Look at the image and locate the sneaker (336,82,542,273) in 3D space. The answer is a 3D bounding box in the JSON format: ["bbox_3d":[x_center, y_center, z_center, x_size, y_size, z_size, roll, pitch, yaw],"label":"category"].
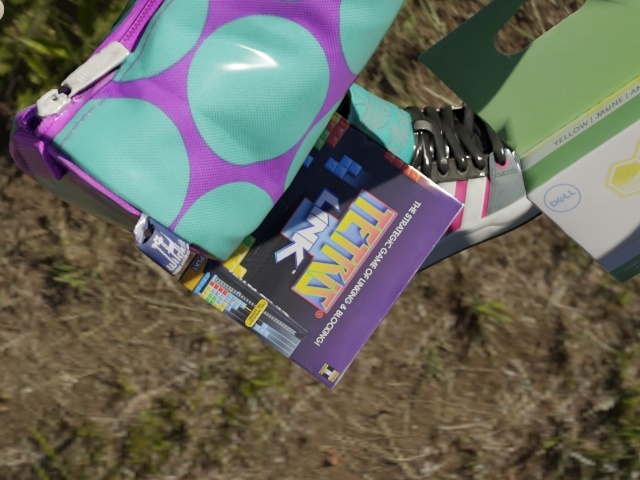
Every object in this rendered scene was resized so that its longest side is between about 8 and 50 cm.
[{"bbox_3d":[0.082,-0.081,1.168,0.296,0.178,0.123,-31,46,12],"label":"sneaker"}]

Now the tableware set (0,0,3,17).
[{"bbox_3d":[-0.288,-0.204,1.028,0.020,0.169,0.141,42,110,51],"label":"tableware set"}]

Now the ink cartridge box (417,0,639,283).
[{"bbox_3d":[0.207,-0.089,0.985,0.171,0.235,0.056,-35,34,27],"label":"ink cartridge box"}]

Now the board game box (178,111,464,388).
[{"bbox_3d":[0.000,0.000,1.044,0.141,0.048,0.170,35,93,-4],"label":"board game box"}]

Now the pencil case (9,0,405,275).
[{"bbox_3d":[-0.015,-0.067,0.362,0.064,0.070,0.151,30,87,41],"label":"pencil case"}]
